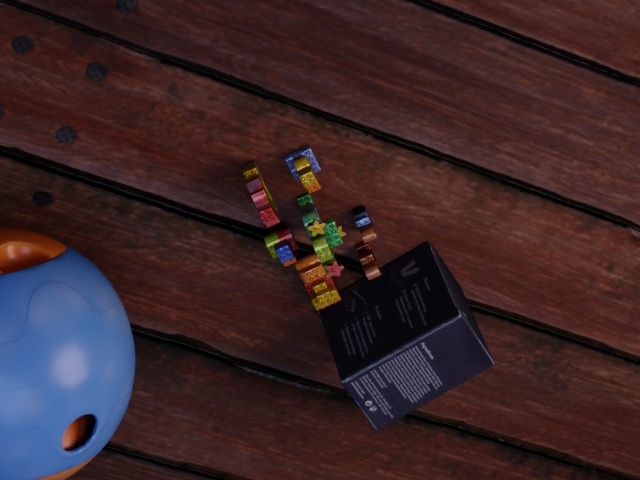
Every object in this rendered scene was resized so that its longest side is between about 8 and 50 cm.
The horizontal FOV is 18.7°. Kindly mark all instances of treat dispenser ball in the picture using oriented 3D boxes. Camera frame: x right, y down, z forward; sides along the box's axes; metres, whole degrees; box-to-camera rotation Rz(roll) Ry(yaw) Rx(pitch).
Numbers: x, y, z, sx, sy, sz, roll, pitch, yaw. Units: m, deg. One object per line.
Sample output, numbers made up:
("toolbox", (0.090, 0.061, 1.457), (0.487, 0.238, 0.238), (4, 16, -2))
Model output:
("treat dispenser ball", (-0.342, 0.130, 2.075), (0.288, 0.288, 0.288), (-5, 123, -8))

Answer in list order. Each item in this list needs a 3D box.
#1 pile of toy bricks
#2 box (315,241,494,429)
("pile of toy bricks", (0.000, 0.000, 2.172), (0.118, 0.105, 0.212), (-24, 123, 4))
("box", (0.095, 0.108, 2.229), (0.158, 0.156, 0.093), (-30, 123, 8))
